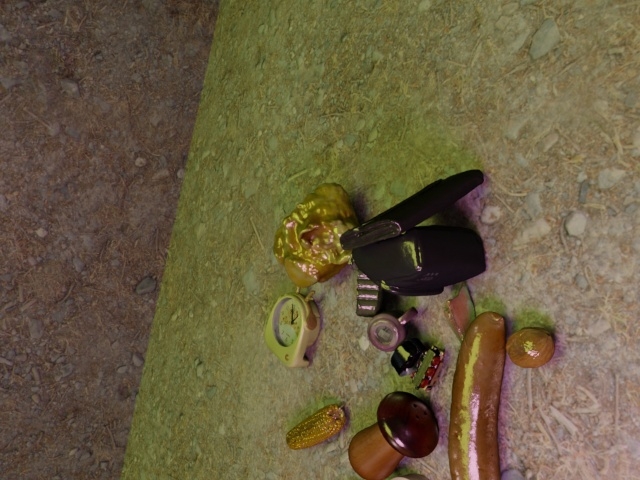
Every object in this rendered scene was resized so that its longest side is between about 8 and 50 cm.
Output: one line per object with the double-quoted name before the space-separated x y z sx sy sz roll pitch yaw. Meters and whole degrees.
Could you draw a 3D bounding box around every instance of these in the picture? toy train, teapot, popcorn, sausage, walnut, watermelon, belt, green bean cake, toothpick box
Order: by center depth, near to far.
"walnut" 0.508 0.260 1.296 0.124 0.105 0.105 -39 54 40
"sausage" 0.400 0.431 1.374 0.136 0.123 0.501 -2 81 48
"watermelon" 0.381 0.222 1.489 0.101 0.080 0.155 -40 69 50
"toy train" 0.313 0.363 1.525 0.050 0.087 0.138 33 105 41
"toothpick box" 0.205 0.568 1.541 0.294 0.192 0.192 -55 45 35
"belt" 0.260 0.342 1.572 0.058 0.105 0.140 56 150 36
"teapot" 0.220 0.249 1.613 0.116 0.146 0.148 25 108 20
"green bean cake" 0.156 0.149 1.684 0.094 0.185 0.184 3 78 12
"popcorn" 0.006 -0.007 1.871 0.292 0.293 0.334 44 132 -5

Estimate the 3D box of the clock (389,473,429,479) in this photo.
"clock" 0.260 0.773 1.520 0.197 0.068 0.197 -14 72 49

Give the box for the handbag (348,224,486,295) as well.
"handbag" 0.265 0.068 1.482 0.275 0.301 0.178 -25 70 48

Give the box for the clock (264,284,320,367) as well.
"clock" -0.092 0.306 2.023 0.235 0.096 0.308 35 109 49

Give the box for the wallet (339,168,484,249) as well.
"wallet" 0.252 -0.089 1.454 0.228 0.406 0.062 -16 100 51

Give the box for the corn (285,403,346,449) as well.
"corn" -0.018 0.657 1.858 0.310 0.101 0.101 -43 52 35
